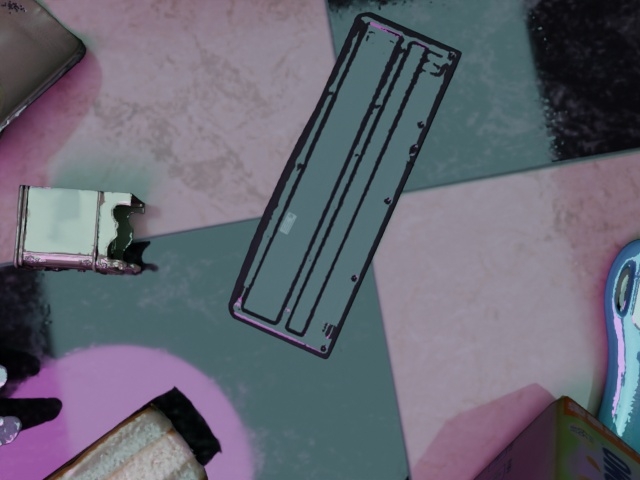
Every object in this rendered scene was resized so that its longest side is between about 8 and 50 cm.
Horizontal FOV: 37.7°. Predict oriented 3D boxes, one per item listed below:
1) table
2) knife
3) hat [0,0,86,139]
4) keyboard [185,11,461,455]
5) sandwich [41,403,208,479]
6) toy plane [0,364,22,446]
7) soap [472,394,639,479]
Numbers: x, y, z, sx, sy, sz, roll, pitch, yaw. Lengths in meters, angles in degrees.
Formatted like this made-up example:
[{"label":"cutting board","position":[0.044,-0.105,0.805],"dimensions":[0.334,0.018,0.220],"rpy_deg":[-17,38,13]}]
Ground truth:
[{"label":"table","position":[-0.184,-0.006,0.728],"dimensions":[0.083,0.079,0.062],"rpy_deg":[3,86,-2]},{"label":"knife","position":[0.247,0.108,0.754],"dimensions":[0.064,0.031,0.222],"rpy_deg":[10,91,-4]},{"label":"hat","position":[-0.269,-0.116,0.745],"dimensions":[0.175,0.085,0.147],"rpy_deg":[-38,77,-25]},{"label":"keyboard","position":[-0.001,0.002,0.756],"dimensions":[0.103,0.041,0.381],"rpy_deg":[24,81,1]},{"label":"sandwich","position":[-0.176,0.205,0.678],"dimensions":[0.163,0.113,0.079],"rpy_deg":[-35,90,18]},{"label":"toy plane","position":[-0.371,0.169,0.721],"dimensions":[0.212,0.088,0.267],"rpy_deg":[35,96,2]},{"label":"soap","position":[0.192,0.241,0.653],"dimensions":[0.182,0.199,0.138],"rpy_deg":[39,111,2]}]
